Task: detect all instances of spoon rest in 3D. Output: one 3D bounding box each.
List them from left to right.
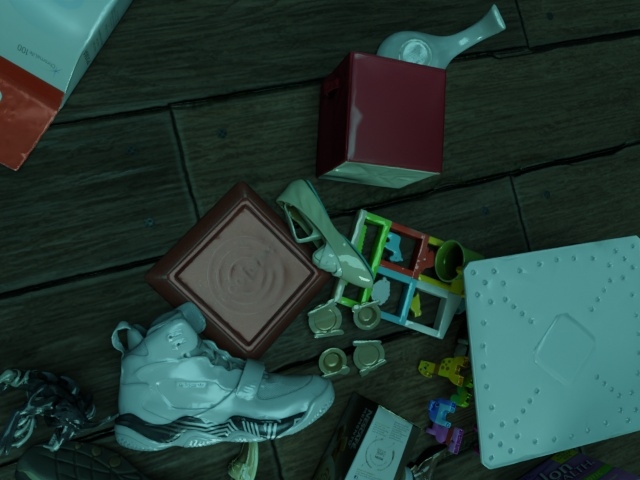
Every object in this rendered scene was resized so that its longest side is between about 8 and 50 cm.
[{"bbox_3d":[0.245,-0.399,1.153,0.276,0.084,0.137,-25,92,-4],"label":"spoon rest"}]

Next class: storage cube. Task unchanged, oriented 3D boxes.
[{"bbox_3d":[0.106,-0.214,1.030,0.214,0.183,0.193,4,86,-17],"label":"storage cube"}]

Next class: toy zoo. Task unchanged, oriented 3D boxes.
[{"bbox_3d":[0.180,0.077,1.107,0.293,0.030,0.193,20,80,-15],"label":"toy zoo"}]

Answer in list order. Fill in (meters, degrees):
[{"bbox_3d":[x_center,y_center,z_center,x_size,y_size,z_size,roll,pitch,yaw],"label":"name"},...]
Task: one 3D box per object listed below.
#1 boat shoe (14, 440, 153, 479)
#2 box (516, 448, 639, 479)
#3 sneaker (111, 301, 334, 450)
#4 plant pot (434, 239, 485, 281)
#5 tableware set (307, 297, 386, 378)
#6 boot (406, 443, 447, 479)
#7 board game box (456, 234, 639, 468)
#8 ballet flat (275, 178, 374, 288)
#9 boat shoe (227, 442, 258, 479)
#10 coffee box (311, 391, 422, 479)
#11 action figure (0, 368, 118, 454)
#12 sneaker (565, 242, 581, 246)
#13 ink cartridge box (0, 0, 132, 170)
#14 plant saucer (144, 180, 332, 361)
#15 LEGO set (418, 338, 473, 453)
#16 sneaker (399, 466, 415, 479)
[{"bbox_3d":[-0.323,0.440,0.865,0.355,0.132,0.130,24,96,2],"label":"boat shoe"},{"bbox_3d":[0.500,0.532,1.055,0.213,0.243,0.118,-23,92,-17],"label":"box"},{"bbox_3d":[-0.163,0.212,0.904,0.365,0.137,0.211,-6,98,-4],"label":"sneaker"},{"bbox_3d":[0.284,0.046,1.090,0.079,0.083,0.084,10,82,-28],"label":"plant pot"},{"bbox_3d":[0.053,0.187,1.048,0.140,0.020,0.169,-11,101,-10],"label":"tableware set"},{"bbox_3d":[0.231,0.475,1.086,0.106,0.037,0.114,-32,92,-4],"label":"boot"},{"bbox_3d":[0.460,0.206,1.067,0.389,0.050,0.391,-8,95,-14],"label":"board game box"},{"bbox_3d":[0.000,0.000,1.018,0.086,0.086,0.249,-31,76,-17],"label":"ballet flat"},{"bbox_3d":[-0.142,0.411,0.972,0.045,0.050,0.136,13,82,-21],"label":"boat shoe"},{"bbox_3d":[0.066,0.416,0.987,0.098,0.141,0.247,31,78,-12],"label":"coffee box"},{"bbox_3d":[-0.459,0.254,0.833,0.275,0.164,0.141,25,83,1],"label":"action figure"},{"bbox_3d":[0.547,0.164,1.185,0.136,0.116,0.314,6,91,-25],"label":"sneaker"},{"bbox_3d":[-0.540,-0.358,0.896,0.308,0.091,0.385,30,77,-12],"label":"ink cartridge box"},{"bbox_3d":[-0.137,0.063,1.005,0.259,0.047,0.258,45,75,-8],"label":"plant saucer"},{"bbox_3d":[0.242,0.287,1.089,0.087,0.093,0.227,35,69,-43],"label":"LEGO set"},{"bbox_3d":[0.167,0.568,1.025,0.153,0.099,0.283,16,88,-10],"label":"sneaker"}]
